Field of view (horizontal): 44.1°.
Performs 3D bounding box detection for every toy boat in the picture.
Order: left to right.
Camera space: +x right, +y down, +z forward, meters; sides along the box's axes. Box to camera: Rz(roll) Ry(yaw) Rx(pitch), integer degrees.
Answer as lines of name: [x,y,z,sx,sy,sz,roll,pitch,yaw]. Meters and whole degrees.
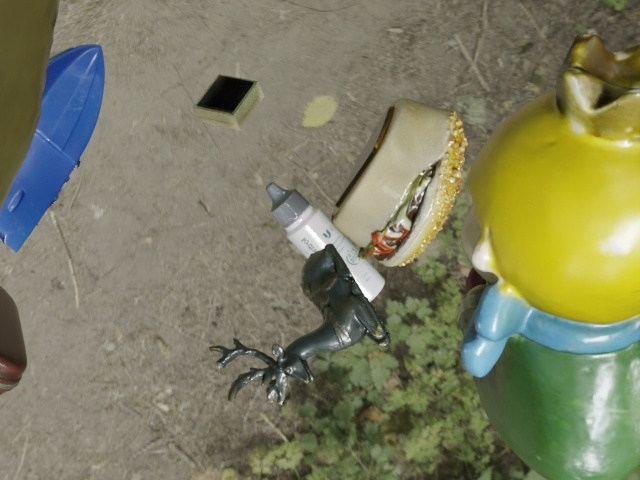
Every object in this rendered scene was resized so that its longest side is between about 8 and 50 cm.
toy boat: [-0.364,-0.138,1.028,0.295,0.088,0.129,-63,144,-17]

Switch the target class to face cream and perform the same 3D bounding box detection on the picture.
face cream: [0.000,0.000,1.603,0.092,0.092,0.311,-41,102,2]

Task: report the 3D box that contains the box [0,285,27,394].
box: [-0.749,0.173,1.668,0.108,0.404,0.263,-48,123,2]

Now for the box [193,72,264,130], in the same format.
box: [-0.142,-0.214,1.215,0.079,0.083,0.035,-60,151,-28]

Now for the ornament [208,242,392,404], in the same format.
ornament: [-0.046,0.120,1.100,0.236,0.202,0.080,-30,136,-2]

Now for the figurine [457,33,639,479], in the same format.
figurine: [0.130,-0.002,0.423,0.127,0.185,0.234,-10,119,10]

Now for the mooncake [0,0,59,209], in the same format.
mooncake: [-0.324,-0.079,0.299,0.262,0.467,0.467,37,97,8]

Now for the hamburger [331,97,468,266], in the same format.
hamburger: [0.143,-0.099,1.367,0.170,0.302,0.302,28,100,-6]
